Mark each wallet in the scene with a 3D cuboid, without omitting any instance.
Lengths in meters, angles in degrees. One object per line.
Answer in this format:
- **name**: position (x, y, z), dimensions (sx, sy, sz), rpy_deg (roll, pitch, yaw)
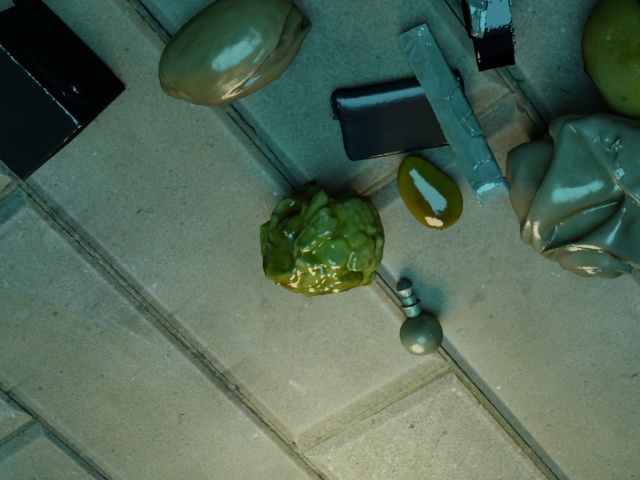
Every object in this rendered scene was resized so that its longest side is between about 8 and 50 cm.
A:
- **wallet**: position (0.146, -0.228, 1.583), dimensions (0.250, 0.044, 0.149), rpy_deg (-10, 121, 9)

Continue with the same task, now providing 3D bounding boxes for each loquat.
- **loquat**: position (0.541, -0.316, 1.392), dimensions (0.244, 0.244, 0.244), rpy_deg (2, 119, 4)

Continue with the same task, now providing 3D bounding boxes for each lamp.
- **lamp**: position (0.196, 0.157, 1.778), dimensions (0.091, 0.091, 0.163), rpy_deg (-18, 99, 15)

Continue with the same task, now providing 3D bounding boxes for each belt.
- **belt**: position (0.277, -0.381, 1.423), dimensions (0.078, 0.151, 0.198), rpy_deg (-10, 116, 11)

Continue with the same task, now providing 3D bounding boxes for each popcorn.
- **popcorn**: position (0.005, -0.007, 1.616), dimensions (0.249, 0.249, 0.225), rpy_deg (1, 83, 4)

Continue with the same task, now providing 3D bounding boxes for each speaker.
- **speaker**: position (-0.515, -0.282, 1.506), dimensions (0.184, 0.232, 0.254), rpy_deg (-38, 105, 22)

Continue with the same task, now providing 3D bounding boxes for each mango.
- **mango**: position (0.206, -0.094, 1.634), dimensions (0.103, 0.076, 0.161), rpy_deg (-31, 109, 25)

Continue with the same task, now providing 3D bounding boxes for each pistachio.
- **pistachio**: position (-0.160, -0.332, 1.489), dimensions (0.293, 0.181, 0.162), rpy_deg (-27, 151, 22)

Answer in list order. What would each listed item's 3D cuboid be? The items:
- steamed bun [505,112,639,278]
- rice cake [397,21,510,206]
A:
- **steamed bun**: position (0.491, -0.059, 1.464), dimensions (0.368, 0.342, 0.255), rpy_deg (12, 80, 12)
- **rice cake**: position (0.232, -0.219, 1.485), dimensions (0.066, 0.063, 0.336), rpy_deg (-28, 83, 18)
